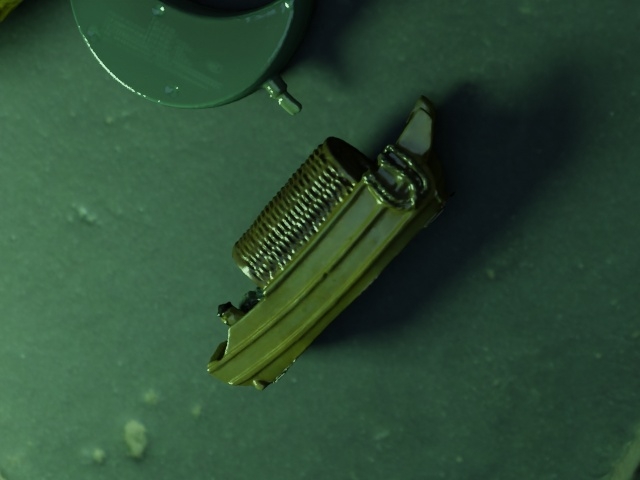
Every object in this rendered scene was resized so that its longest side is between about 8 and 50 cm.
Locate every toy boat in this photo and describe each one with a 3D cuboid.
[{"bbox_3d":[0.000,0.000,1.435,0.115,0.089,0.310,42,111,-4],"label":"toy boat"}]

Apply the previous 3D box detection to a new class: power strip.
[{"bbox_3d":[-0.114,-0.197,1.452,0.253,0.054,0.168,30,111,10],"label":"power strip"}]

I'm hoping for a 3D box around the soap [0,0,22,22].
[{"bbox_3d":[-0.394,-0.284,1.408,0.335,0.156,0.293,-38,127,26],"label":"soap"}]
